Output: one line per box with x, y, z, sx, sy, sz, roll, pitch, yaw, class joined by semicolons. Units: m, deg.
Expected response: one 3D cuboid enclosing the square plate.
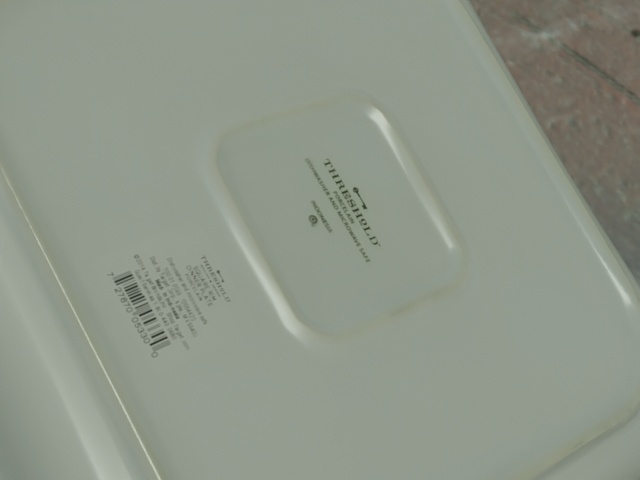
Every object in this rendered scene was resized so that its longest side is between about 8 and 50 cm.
0.000;0.000;0.533;0.344;0.049;0.347;-21;77;-39;square plate
